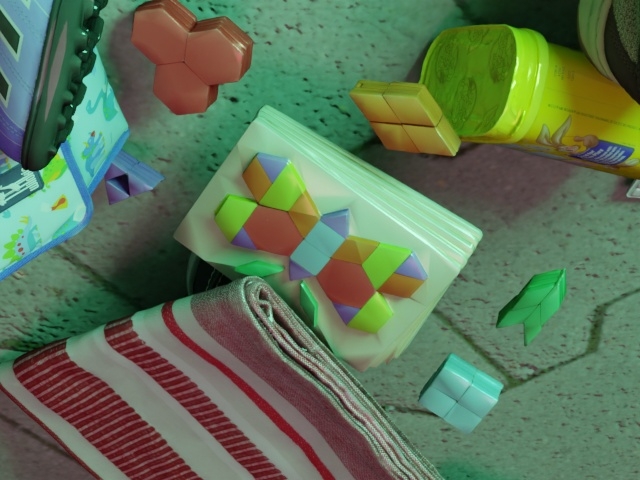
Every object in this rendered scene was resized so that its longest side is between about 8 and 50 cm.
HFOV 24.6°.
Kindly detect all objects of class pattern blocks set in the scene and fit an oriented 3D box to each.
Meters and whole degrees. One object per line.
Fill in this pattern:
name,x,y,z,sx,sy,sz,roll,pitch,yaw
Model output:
pattern blocks set,0.000,0.000,0.987,0.325,0.026,0.285,24,132,6

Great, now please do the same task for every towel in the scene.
towel,-0.090,0.149,1.132,0.329,0.037,0.237,-19,120,43

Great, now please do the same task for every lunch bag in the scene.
lunch bag,-0.192,-0.065,0.903,0.096,0.151,0.129,12,142,22

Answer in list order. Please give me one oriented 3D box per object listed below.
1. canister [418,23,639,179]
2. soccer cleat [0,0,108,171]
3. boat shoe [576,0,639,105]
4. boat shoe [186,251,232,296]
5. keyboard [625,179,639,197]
canister,0.166,-0.086,0.963,0.170,0.073,0.126,12,-179,-24
soccer cleat,-0.165,-0.192,0.760,0.116,0.108,0.318,6,113,-5
boat shoe,0.232,-0.216,0.776,0.123,0.123,0.342,9,120,-14
boat shoe,-0.051,0.098,1.163,0.114,0.091,0.302,-3,139,-3
keyboard,0.291,-0.097,1.006,0.072,0.014,0.256,-2,150,-16
